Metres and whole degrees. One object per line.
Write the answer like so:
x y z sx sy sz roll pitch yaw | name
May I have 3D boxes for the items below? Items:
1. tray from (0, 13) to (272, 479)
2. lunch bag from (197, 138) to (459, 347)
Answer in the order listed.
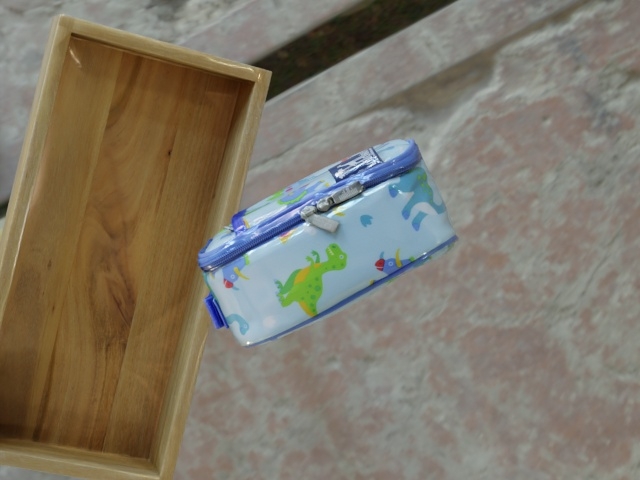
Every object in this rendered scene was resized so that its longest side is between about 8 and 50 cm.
-0.198 0.015 1.259 0.203 0.076 0.410 13 93 -19 | tray
0.000 0.000 0.946 0.176 0.219 0.090 -28 94 2 | lunch bag
